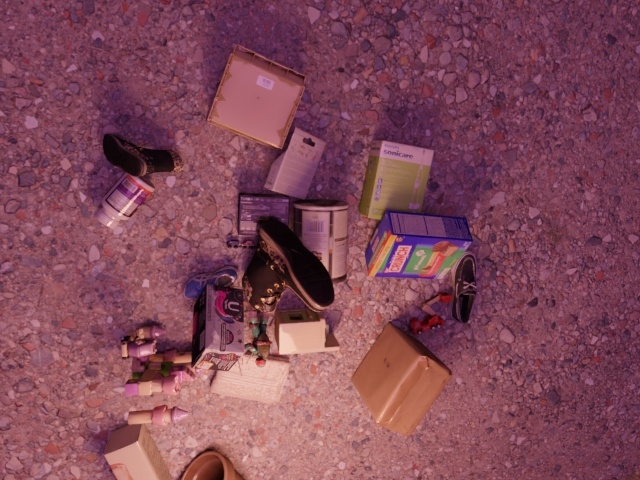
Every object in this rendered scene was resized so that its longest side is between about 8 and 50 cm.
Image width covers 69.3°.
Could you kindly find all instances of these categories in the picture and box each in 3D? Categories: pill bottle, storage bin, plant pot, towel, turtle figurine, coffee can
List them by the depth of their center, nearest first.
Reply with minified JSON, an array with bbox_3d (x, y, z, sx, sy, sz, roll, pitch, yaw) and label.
[{"bbox_3d":[-0.653,-0.136,1.538,0.108,0.108,0.193,42,91,-18],"label":"pill bottle"},{"bbox_3d":[-0.214,-0.473,1.556,0.262,0.123,0.260,20,97,-16],"label":"storage bin"},{"bbox_3d":[0.000,0.000,1.668,0.201,0.201,0.275,-1,102,-13],"label":"coffee can"},{"bbox_3d":[-0.235,0.378,1.701,0.118,0.175,0.234,-4,75,14],"label":"turtle figurine"},{"bbox_3d":[-0.388,0.987,1.800,0.263,0.263,0.229,-45,126,0],"label":"plant pot"},{"bbox_3d":[-0.269,0.526,1.806,0.282,0.049,0.187,16,97,-15],"label":"towel"}]

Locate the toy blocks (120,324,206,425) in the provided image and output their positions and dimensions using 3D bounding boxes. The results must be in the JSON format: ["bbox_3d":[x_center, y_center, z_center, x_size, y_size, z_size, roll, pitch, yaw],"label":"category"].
[{"bbox_3d":[-0.510,0.439,1.608,0.260,0.288,0.309,-2,101,-6],"label":"toy blocks"}]

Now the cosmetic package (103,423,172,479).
[{"bbox_3d":[-0.675,0.848,1.731,0.129,0.153,0.296,-20,105,-9],"label":"cosmetic package"}]

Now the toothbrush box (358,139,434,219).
[{"bbox_3d":[0.278,-0.216,1.724,0.206,0.122,0.283,7,102,-15],"label":"toothbrush box"}]

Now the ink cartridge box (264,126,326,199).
[{"bbox_3d":[-0.086,-0.266,1.618,0.181,0.056,0.225,12,99,-53],"label":"ink cartridge box"}]

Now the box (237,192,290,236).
[{"bbox_3d":[-0.205,-0.091,1.665,0.180,0.077,0.147,1,102,-13],"label":"box"}]

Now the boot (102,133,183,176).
[{"bbox_3d":[-0.586,-0.280,1.527,0.178,0.236,0.085,-14,132,-52],"label":"boot"}]

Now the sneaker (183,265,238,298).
[{"bbox_3d":[-0.399,0.154,1.675,0.211,0.081,0.080,-26,108,-5],"label":"sneaker"}]

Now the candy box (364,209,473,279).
[{"bbox_3d":[0.356,0.025,1.729,0.317,0.122,0.268,4,143,-12],"label":"candy box"}]

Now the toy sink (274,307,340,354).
[{"bbox_3d":[-0.051,0.334,1.757,0.234,0.153,0.131,-1,102,-12],"label":"toy sink"}]

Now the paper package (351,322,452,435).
[{"bbox_3d":[0.300,0.527,1.788,0.168,0.325,0.309,33,93,-18],"label":"paper package"}]

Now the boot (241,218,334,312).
[{"bbox_3d":[-0.127,0.147,1.581,0.138,0.377,0.284,-15,146,-45],"label":"boot"}]

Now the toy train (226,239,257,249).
[{"bbox_3d":[-0.265,0.015,1.704,0.158,0.027,0.036,3,91,-13],"label":"toy train"}]

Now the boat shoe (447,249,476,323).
[{"bbox_3d":[0.593,0.193,1.896,0.108,0.102,0.301,5,101,-14],"label":"boat shoe"}]

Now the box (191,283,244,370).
[{"bbox_3d":[-0.352,0.301,1.602,0.142,0.247,0.163,12,139,-27],"label":"box"}]

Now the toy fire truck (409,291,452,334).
[{"bbox_3d":[0.455,0.302,1.919,0.192,0.047,0.135,-16,105,-8],"label":"toy fire truck"}]
